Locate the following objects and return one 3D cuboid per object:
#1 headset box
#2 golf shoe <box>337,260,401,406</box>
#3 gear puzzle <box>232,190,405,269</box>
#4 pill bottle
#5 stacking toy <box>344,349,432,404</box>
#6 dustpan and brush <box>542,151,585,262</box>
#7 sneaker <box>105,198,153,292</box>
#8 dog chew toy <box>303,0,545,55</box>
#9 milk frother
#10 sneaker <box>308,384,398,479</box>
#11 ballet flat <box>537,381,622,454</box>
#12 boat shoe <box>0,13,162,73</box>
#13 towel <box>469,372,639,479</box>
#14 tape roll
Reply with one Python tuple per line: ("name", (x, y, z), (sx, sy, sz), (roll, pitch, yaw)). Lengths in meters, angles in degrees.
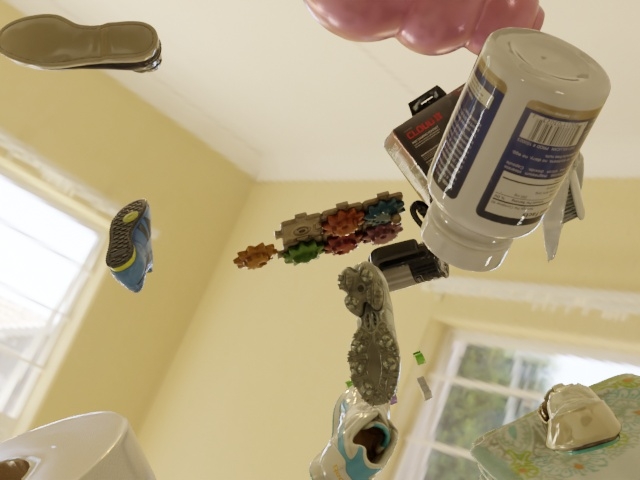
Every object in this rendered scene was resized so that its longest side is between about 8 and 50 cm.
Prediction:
("headset box", (0.277, -0.159, 1.984), (0.293, 0.218, 0.110), (56, -13, 6))
("golf shoe", (0.073, 0.113, 1.279), (0.069, 0.176, 0.086), (-7, -5, 23))
("gear puzzle", (0.000, 0.000, 1.966), (0.339, 0.044, 0.175), (-15, -28, -7))
("pill bottle", (0.134, -0.061, 0.764), (0.094, 0.094, 0.169), (23, -54, 2))
("stacking toy", (0.142, 0.307, 2.129), (0.221, 0.167, 0.052), (76, -10, -62))
("dustpan and brush", (0.345, -0.090, 1.448), (0.060, 0.147, 0.211), (2, -52, 29))
("sneaker", (-0.333, 0.010, 1.865), (0.069, 0.209, 0.082), (-19, -53, 14))
("dog chew toy", (0.143, -0.344, 1.404), (0.332, 0.206, 0.206), (18, -15, -6))
("milk frother", (0.159, 0.013, 1.964), (0.135, 0.143, 0.129), (-17, -49, 19))
("sneaker", (0.063, 0.256, 1.385), (0.092, 0.228, 0.087), (-36, -78, 27))
("ballet flat", (0.294, 0.207, 1.224), (0.086, 0.086, 0.248), (21, -8, 9))
("boat shoe", (-0.297, -0.233, 1.288), (0.206, 0.075, 0.065), (2, -20, 5))
("towel", (0.424, 0.330, 1.470), (0.374, 0.321, 0.090), (-136, -152, -64))
("tape roll", (-0.332, 0.274, 0.919), (0.392, 0.392, 0.072), (-9, -72, 63))
